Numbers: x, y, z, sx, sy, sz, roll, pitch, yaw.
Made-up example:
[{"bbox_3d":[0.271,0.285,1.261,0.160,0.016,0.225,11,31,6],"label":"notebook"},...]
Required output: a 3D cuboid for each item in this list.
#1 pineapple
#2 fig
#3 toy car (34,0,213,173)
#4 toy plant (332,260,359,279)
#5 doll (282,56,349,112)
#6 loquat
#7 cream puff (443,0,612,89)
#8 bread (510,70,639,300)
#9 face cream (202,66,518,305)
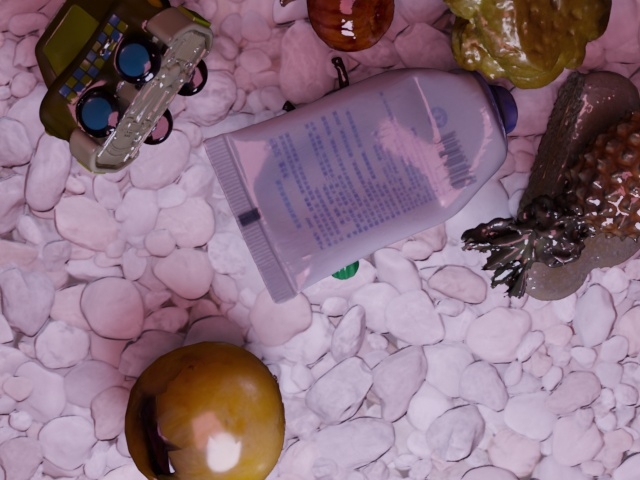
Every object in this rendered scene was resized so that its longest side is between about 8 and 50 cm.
[{"bbox_3d":[0.355,-0.055,1.718,0.361,0.175,0.175,-24,107,20],"label":"pineapple"},{"bbox_3d":[0.033,-0.311,1.745,0.128,0.150,0.128,4,82,-31],"label":"fig"},{"bbox_3d":[-0.282,-0.233,1.722,0.198,0.204,0.248,38,100,11],"label":"toy car"},{"bbox_3d":[0.000,0.000,1.837,0.143,0.105,0.200,21,121,-21],"label":"toy plant"},{"bbox_3d":[0.027,-0.152,1.815,0.139,0.057,0.165,-41,113,6],"label":"doll"},{"bbox_3d":[-0.160,0.257,1.833,0.235,0.235,0.235,-1,106,-4],"label":"loquat"},{"bbox_3d":[0.267,-0.323,1.704,0.196,0.244,0.244,0,110,32],"label":"cream puff"},{"bbox_3d":[0.387,-0.068,1.839,0.183,0.102,0.337,15,106,-8],"label":"bread"},{"bbox_3d":[0.078,-0.104,1.736,0.420,0.137,0.234,-25,94,-17],"label":"face cream"}]
